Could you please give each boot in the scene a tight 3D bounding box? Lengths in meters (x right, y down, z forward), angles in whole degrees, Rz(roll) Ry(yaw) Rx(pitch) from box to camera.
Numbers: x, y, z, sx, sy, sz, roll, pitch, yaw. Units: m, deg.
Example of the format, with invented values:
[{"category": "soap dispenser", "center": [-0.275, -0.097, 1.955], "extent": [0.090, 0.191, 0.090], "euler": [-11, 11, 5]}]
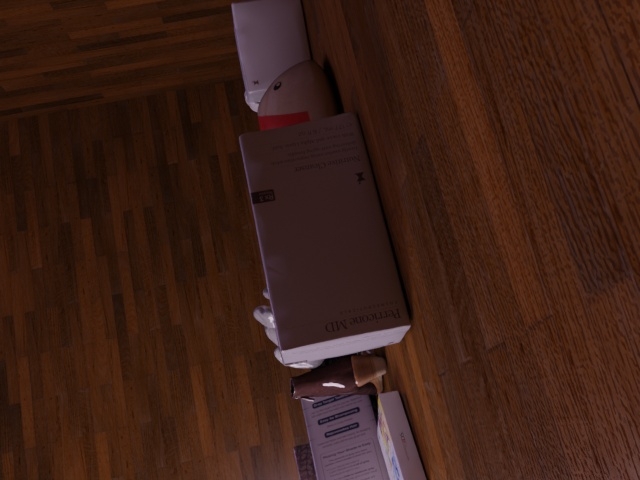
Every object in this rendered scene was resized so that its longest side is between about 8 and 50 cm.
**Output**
[{"category": "boot", "center": [0.034, 0.307, 1.464], "extent": [0.248, 0.207, 0.090], "euler": [91, 167, -69]}]

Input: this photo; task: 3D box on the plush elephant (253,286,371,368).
[{"category": "plush elephant", "center": [-0.032, 0.167, 1.609], "extent": [0.330, 0.255, 0.272], "euler": [-106, 7, -46]}]

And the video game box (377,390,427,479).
[{"category": "video game box", "center": [0.156, 0.424, 1.276], "extent": [0.187, 0.048, 0.205], "euler": [81, 174, -50]}]

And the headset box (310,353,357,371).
[{"category": "headset box", "center": [0.025, 0.333, 1.986], "extent": [0.283, 0.131, 0.246], "euler": [90, 163, -70]}]

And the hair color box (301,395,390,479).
[{"category": "hair color box", "center": [0.071, 0.486, 1.575], "extent": [0.105, 0.174, 0.347], "euler": [57, -165, -54]}]

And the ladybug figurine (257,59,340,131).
[{"category": "ladybug figurine", "center": [-0.030, -0.148, 1.413], "extent": [0.305, 0.162, 0.449], "euler": [-131, 30, -80]}]

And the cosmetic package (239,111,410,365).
[{"category": "cosmetic package", "center": [0.000, 0.000, 1.126], "extent": [0.156, 0.217, 0.385], "euler": [91, 165, -69]}]

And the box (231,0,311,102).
[{"category": "box", "center": [-0.129, -0.490, 1.732], "extent": [0.345, 0.168, 0.215], "euler": [-126, 25, -80]}]

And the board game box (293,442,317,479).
[{"category": "board game box", "center": [0.061, 0.655, 1.829], "extent": [0.291, 0.232, 0.141], "euler": [85, 171, -55]}]

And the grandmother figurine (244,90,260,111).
[{"category": "grandmother figurine", "center": [-0.164, -0.508, 2.049], "extent": [0.342, 0.104, 0.208], "euler": [-84, -30, -48]}]
